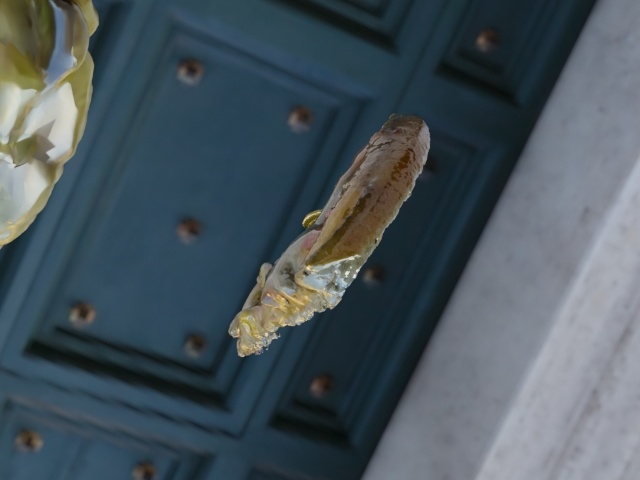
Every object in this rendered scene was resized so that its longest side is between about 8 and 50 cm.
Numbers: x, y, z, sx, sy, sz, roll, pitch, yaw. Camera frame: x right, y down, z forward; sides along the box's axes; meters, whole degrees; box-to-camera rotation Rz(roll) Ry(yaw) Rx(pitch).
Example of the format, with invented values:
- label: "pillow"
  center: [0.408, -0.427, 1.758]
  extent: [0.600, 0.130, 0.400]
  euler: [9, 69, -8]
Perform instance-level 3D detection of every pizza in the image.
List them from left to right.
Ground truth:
- label: "pizza"
  center: [0.000, 0.000, 0.952]
  extent: [0.036, 0.176, 0.184]
  euler: [40, -137, -6]

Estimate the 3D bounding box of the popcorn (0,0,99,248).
- label: "popcorn"
  center: [-0.224, -0.064, 0.749]
  extent: [0.250, 0.250, 0.190]
  euler: [21, -178, -22]
